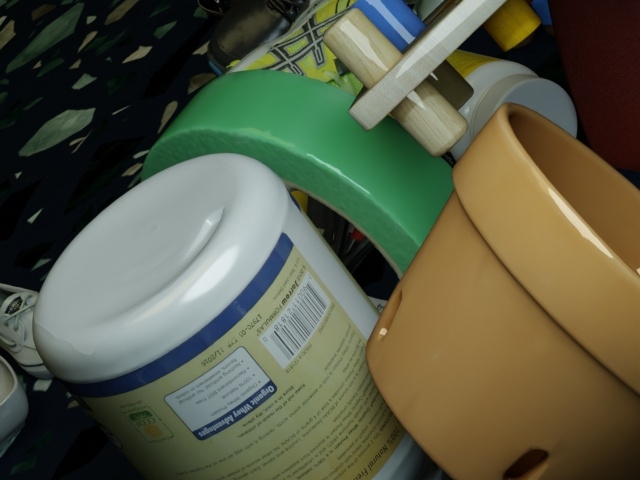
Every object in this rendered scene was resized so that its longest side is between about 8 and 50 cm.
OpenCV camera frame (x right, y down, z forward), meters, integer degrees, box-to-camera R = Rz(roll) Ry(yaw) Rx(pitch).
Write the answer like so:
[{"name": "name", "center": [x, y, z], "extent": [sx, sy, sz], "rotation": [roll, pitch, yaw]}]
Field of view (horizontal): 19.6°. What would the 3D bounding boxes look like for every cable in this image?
[{"name": "cable", "center": [0.017, 0.030, 1.826], "extent": [0.139, 0.072, 0.287], "rotation": [-4, 50, 13]}]

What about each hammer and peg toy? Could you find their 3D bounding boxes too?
[{"name": "hammer and peg toy", "center": [0.128, -0.198, 1.459], "extent": [0.266, 0.127, 0.361], "rotation": [-44, 5, 12]}]

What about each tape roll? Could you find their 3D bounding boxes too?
[{"name": "tape roll", "center": [0.000, 0.000, 1.569], "extent": [0.321, 0.321, 0.077], "rotation": [-3, 43, 48]}]

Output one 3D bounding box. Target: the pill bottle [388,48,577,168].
[{"name": "pill bottle", "center": [0.151, -0.122, 1.806], "extent": [0.119, 0.119, 0.208], "rotation": [-43, 27, -12]}]

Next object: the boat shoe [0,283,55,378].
[{"name": "boat shoe", "center": [-0.331, 0.096, 2.080], "extent": [0.083, 0.076, 0.226], "rotation": [-49, 29, -22]}]

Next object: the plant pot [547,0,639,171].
[{"name": "plant pot", "center": [0.347, -0.225, 1.608], "extent": [0.267, 0.236, 0.267], "rotation": [-46, 28, -17]}]

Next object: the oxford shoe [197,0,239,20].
[{"name": "oxford shoe", "center": [-0.071, -0.323, 2.394], "extent": [0.227, 0.096, 0.083], "rotation": [-15, 74, 43]}]

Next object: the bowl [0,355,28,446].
[{"name": "bowl", "center": [-0.377, 0.195, 2.005], "extent": [0.142, 0.053, 0.142], "rotation": [-41, 26, -8]}]

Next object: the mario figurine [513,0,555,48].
[{"name": "mario figurine", "center": [0.181, -0.367, 1.933], "extent": [0.198, 0.320, 0.170], "rotation": [-28, 29, 15]}]

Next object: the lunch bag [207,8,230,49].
[{"name": "lunch bag", "center": [-0.092, -0.247, 2.349], "extent": [0.067, 0.065, 0.098], "rotation": [-59, 25, 5]}]

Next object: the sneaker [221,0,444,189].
[{"name": "sneaker", "center": [0.008, -0.184, 2.049], "extent": [0.147, 0.145, 0.385], "rotation": [-6, 41, 46]}]

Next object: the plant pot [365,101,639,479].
[{"name": "plant pot", "center": [0.170, 0.071, 1.338], "extent": [0.203, 0.291, 0.291], "rotation": [-47, 24, 17]}]

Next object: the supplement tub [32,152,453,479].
[{"name": "supplement tub", "center": [-0.050, 0.114, 1.453], "extent": [0.228, 0.316, 0.228], "rotation": [-28, 28, 16]}]

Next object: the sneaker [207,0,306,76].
[{"name": "sneaker", "center": [-0.005, -0.324, 2.238], "extent": [0.341, 0.140, 0.125], "rotation": [-39, 66, -9]}]
